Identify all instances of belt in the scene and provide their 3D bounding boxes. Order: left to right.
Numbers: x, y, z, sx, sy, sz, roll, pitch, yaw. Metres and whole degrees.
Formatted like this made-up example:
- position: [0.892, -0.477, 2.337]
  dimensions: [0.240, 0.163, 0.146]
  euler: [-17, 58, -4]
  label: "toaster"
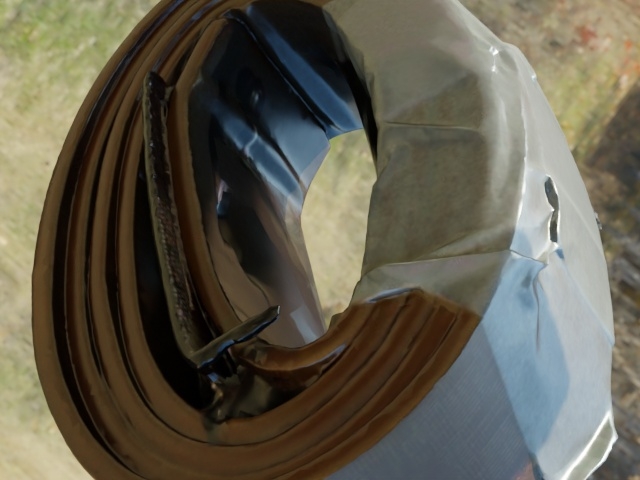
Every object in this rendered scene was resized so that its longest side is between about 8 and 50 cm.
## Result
- position: [0.000, 0.000, 0.437]
  dimensions: [0.184, 0.261, 0.105]
  euler: [-28, 131, 11]
  label: "belt"
